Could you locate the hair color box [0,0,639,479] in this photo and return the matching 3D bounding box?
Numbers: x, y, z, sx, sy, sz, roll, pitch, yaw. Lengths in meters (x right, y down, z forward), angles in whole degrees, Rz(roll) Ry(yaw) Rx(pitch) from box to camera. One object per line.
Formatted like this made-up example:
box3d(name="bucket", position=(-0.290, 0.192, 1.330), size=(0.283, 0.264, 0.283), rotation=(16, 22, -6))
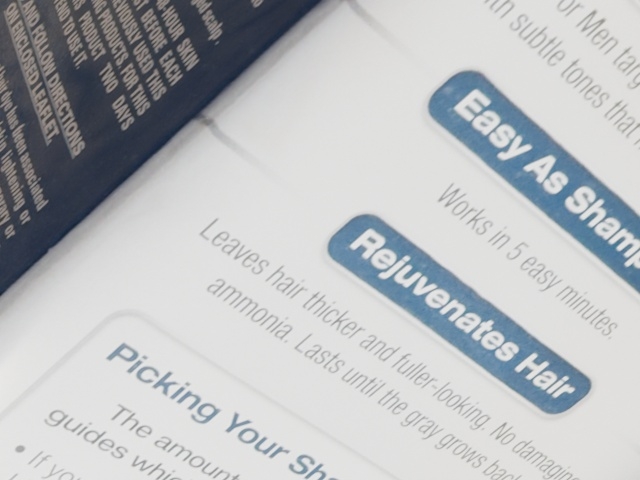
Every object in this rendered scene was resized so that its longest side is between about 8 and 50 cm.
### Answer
box3d(name="hair color box", position=(0.000, 0.000, 0.452), size=(0.347, 0.105, 0.174), rotation=(-41, 131, 15))
